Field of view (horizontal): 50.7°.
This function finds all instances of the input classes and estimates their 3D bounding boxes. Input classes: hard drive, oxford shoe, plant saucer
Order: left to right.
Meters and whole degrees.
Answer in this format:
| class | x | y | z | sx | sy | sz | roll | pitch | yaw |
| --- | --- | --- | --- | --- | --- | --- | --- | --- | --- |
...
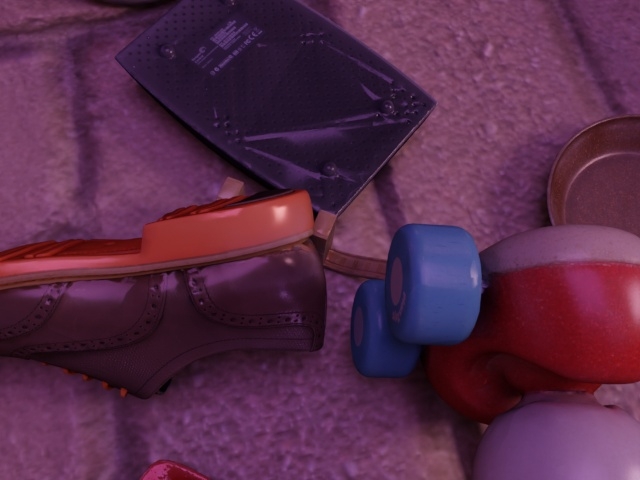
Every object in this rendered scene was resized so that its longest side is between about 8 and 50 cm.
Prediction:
| class | x | y | z | sx | sy | sz | roll | pitch | yaw |
| --- | --- | --- | --- | --- | --- | --- | --- | --- | --- |
| oxford shoe | -0.173 | 0.063 | 0.493 | 0.363 | 0.130 | 0.133 | -12 | 99 | 7 |
| hard drive | -0.041 | -0.136 | 0.623 | 0.254 | 0.054 | 0.172 | 37 | 70 | 13 |
| plant saucer | 0.294 | -0.020 | 0.599 | 0.198 | 0.036 | 0.199 | 1 | 66 | -3 |

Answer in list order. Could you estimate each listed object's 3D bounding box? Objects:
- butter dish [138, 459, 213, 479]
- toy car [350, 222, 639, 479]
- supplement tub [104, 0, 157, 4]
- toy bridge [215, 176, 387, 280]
| class | x | y | z | sx | sy | sz | roll | pitch | yaw |
| --- | --- | --- | --- | --- | --- | --- | --- | --- | --- |
| butter dish | -0.087 | 0.237 | 0.423 | 0.160 | 0.118 | 0.160 | 26 | 68 | 9 |
| toy car | 0.143 | 0.127 | 0.434 | 0.219 | 0.210 | 0.238 | 4 | 68 | -9 |
| supplement tub | -0.190 | -0.381 | 0.580 | 0.193 | 0.316 | 0.194 | 1 | 67 | -2 |
| toy bridge | 0.000 | 0.000 | 0.560 | 0.188 | 0.063 | 0.026 | 21 | 67 | 6 |
